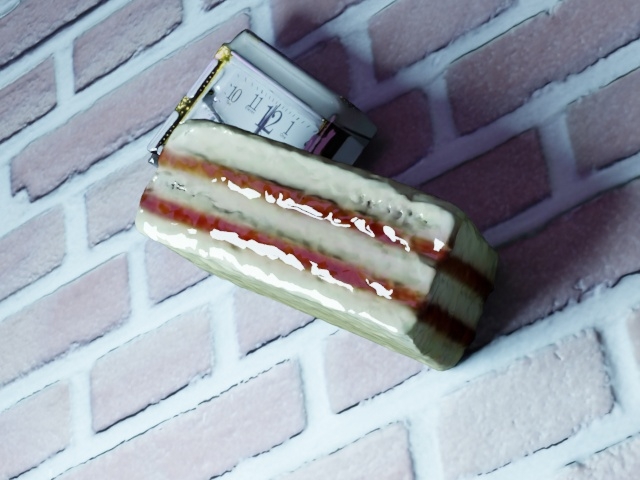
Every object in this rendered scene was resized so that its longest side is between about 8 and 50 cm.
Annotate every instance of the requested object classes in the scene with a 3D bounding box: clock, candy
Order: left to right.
[{"bbox_3d":[-0.063,-0.100,1.991,0.186,0.083,0.253,-52,44,3],"label":"clock"},{"bbox_3d":[0.000,0.000,1.754,0.320,0.179,0.135,22,83,27],"label":"candy"}]
